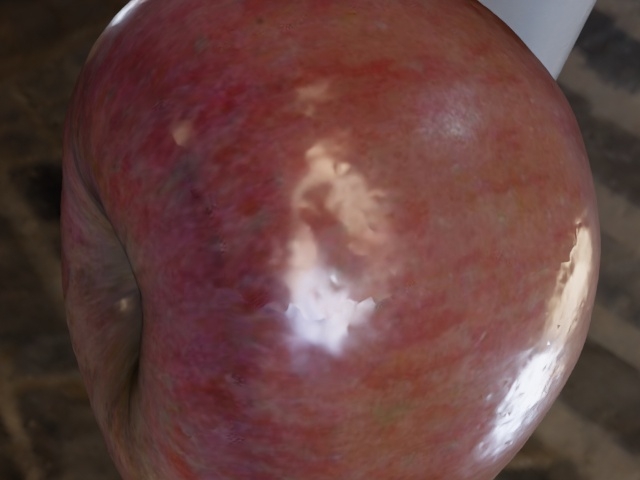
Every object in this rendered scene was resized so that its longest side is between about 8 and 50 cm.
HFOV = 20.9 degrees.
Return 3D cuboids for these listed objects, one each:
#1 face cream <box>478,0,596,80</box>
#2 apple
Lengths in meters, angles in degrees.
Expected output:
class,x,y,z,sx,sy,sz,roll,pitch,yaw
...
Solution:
class,x,y,z,sx,sy,sz,roll,pitch,yaw
face cream,0.046,-0.075,0.661,0.073,0.107,0.269,-8,157,-13
apple,0.000,0.000,0.429,0.120,0.153,0.153,-10,-154,-19
